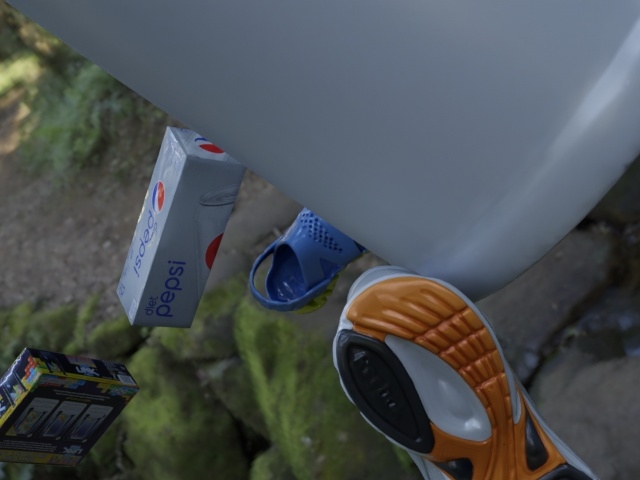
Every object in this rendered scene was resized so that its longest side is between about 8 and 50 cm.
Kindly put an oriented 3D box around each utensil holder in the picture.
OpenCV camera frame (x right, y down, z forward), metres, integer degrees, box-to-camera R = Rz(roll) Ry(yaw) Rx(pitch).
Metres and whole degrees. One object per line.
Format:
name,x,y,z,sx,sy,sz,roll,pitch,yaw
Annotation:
utensil holder,0.005,-0.193,0.726,0.327,0.385,0.327,-56,8,13

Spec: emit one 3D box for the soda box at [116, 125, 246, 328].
soda box,-0.201,-0.014,1.727,0.091,0.098,0.286,55,131,49

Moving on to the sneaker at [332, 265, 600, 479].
sneaker,0.096,0.119,0.680,0.099,0.262,0.121,-28,12,5

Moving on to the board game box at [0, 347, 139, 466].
board game box,-0.321,0.202,1.443,0.141,0.170,0.048,-49,58,13

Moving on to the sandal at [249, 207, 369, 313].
sandal,0.000,0.000,1.729,0.138,0.126,0.317,-18,-34,-54
